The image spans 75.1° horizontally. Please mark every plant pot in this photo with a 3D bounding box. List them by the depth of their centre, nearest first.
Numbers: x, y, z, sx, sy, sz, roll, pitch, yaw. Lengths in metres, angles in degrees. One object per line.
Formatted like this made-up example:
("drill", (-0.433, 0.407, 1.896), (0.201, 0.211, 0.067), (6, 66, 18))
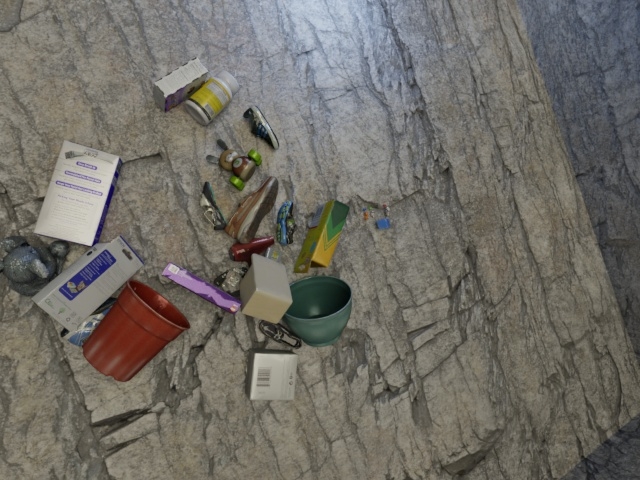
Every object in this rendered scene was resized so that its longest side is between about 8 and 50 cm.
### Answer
("plant pot", (-0.650, 0.321, 1.447), (0.272, 0.272, 0.265), (43, 82, -13))
("plant pot", (-0.007, 0.302, 1.683), (0.293, 0.293, 0.196), (-21, 120, -20))

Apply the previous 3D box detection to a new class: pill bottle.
("pill bottle", (-0.427, -0.568, 1.654), (0.119, 0.119, 0.208), (43, 73, -13))

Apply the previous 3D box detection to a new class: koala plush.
("koala plush", (-0.956, 0.086, 1.356), (0.196, 0.221, 0.203), (8, 84, -20))

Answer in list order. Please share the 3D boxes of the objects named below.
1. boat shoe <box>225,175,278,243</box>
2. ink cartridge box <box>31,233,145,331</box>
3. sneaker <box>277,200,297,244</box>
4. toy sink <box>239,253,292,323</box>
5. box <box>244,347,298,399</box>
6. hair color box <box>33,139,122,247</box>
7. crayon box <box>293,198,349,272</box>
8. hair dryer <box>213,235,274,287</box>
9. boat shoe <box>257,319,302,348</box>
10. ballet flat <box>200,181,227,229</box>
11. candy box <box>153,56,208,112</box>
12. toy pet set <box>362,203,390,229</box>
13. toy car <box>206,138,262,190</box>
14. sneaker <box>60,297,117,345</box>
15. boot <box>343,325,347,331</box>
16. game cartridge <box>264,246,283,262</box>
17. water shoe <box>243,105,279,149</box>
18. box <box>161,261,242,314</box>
("boat shoe", (-0.276, -0.141, 1.679), (0.116, 0.123, 0.324), (20, 61, 15))
("ink cartridge box", (-0.789, 0.137, 1.439), (0.333, 0.065, 0.165), (-49, 138, -28))
("sneaker", (-0.138, -0.074, 1.763), (0.078, 0.067, 0.188), (9, 81, -41))
("toy sink", (-0.219, 0.185, 1.605), (0.152, 0.234, 0.131), (23, 115, -27))
("box", (-0.197, 0.532, 1.660), (0.182, 0.119, 0.181), (7, 83, -20))
("hair color box", (-0.850, -0.160, 1.476), (0.185, 0.110, 0.339), (16, 83, -17))
("crayon box", (0.000, 0.000, 1.729), (0.081, 0.202, 0.319), (25, 79, -17))
("hair dryer", (-0.285, 0.100, 1.698), (0.223, 0.080, 0.293), (37, 78, -33))
("boat shoe", (-0.162, 0.386, 1.712), (0.206, 0.065, 0.075), (34, 76, -15))
("ballet flat", (-0.435, -0.132, 1.648), (0.074, 0.074, 0.203), (-24, 97, -20))
("candy box", (-0.535, -0.593, 1.591), (0.196, 0.165, 0.070), (-42, 102, -19))
("toy pet set", (0.272, -0.108, 1.908), (0.122, 0.065, 0.114), (-13, 91, -20))
("toy car", (-0.354, -0.318, 1.661), (0.188, 0.149, 0.155), (34, 86, -3))
("sneaker", (-0.807, 0.286, 1.484), (0.211, 0.080, 0.081), (-39, 119, -16))
("boot", (0.083, 0.354, 1.822), (0.087, 0.042, 0.118), (40, 75, -20))
("game cartridge", (-0.192, 0.064, 1.712), (0.083, 0.017, 0.056), (22, 84, -48))
("water shoe", (-0.248, -0.462, 1.751), (0.080, 0.073, 0.203), (-30, 98, 7))
("box", (-0.445, 0.177, 1.550), (0.293, 0.201, 0.057), (33, 76, -15))
